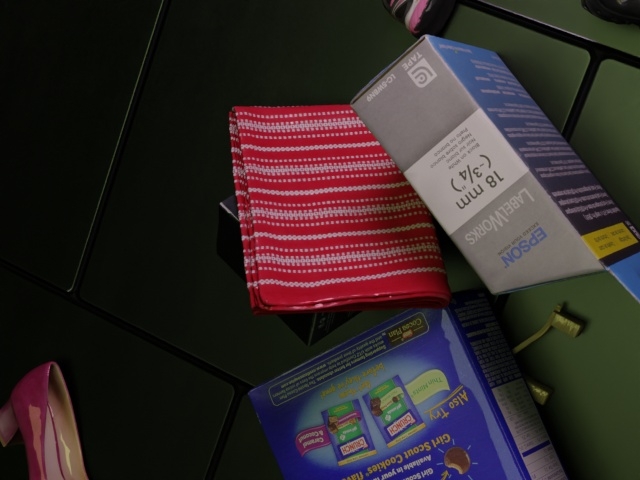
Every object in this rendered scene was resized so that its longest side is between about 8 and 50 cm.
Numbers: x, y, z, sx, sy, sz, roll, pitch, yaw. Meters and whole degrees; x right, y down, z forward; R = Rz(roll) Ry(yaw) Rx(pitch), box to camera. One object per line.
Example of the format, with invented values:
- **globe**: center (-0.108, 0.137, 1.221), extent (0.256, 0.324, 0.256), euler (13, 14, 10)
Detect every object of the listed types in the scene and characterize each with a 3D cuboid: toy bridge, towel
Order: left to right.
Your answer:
- **towel**: center (0.015, -0.039, 1.328), extent (0.198, 0.031, 0.275), euler (-2, 51, -10)
- **toy bridge**: center (0.214, 0.150, 1.385), extent (0.063, 0.026, 0.188), euler (28, 105, 21)

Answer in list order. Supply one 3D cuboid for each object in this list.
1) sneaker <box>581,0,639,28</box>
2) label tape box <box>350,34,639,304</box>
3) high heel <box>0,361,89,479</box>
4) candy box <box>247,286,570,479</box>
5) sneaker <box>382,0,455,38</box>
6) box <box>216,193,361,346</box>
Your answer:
- **sneaker**: center (0.328, -0.243, 1.280), extent (0.124, 0.107, 0.283), euler (-44, 73, 35)
- **label tape box**: center (0.200, -0.033, 1.259), extent (0.106, 0.240, 0.334), euler (-41, 78, 21)
- **high heel**: center (-0.302, 0.269, 1.595), extent (0.117, 0.082, 0.244), euler (-45, 66, 24)
- **candy box**: center (0.107, 0.246, 1.368), extent (0.268, 0.122, 0.317), euler (-29, 78, 30)
- **sneaker**: center (0.118, -0.306, 1.372), extent (0.077, 0.072, 0.178), euler (35, 101, 29)
- **box**: center (0.000, 0.000, 1.375), extent (0.156, 0.158, 0.093), euler (44, 150, 24)
